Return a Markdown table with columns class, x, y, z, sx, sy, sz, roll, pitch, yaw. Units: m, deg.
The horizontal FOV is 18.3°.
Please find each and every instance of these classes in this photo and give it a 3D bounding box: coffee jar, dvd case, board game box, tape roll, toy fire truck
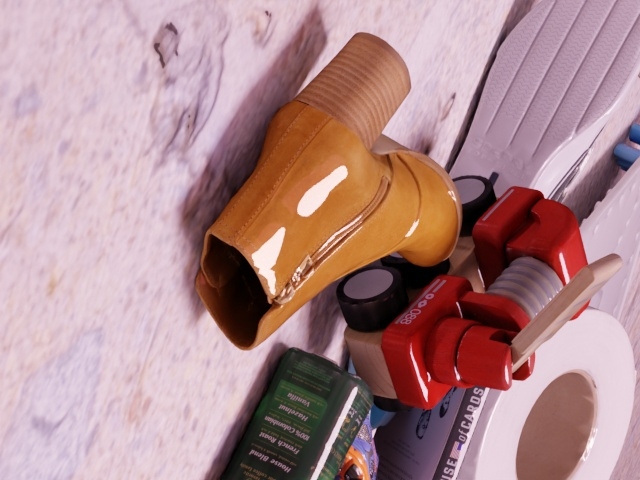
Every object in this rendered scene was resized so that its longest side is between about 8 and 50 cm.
| class | x | y | z | sx | sy | sz | roll | pitch | yaw |
| --- | --- | --- | --- | --- | --- | --- | --- | --- | --- |
| coffee jar | -0.030 | 0.185 | 1.603 | 0.184 | 0.079 | 0.096 | -63 | 163 | -12 |
| dvd case | 0.100 | 0.167 | 1.849 | 0.179 | 0.029 | 0.239 | -157 | -93 | -73 |
| board game box | 0.294 | 0.095 | 2.411 | 0.390 | 0.050 | 0.390 | -44 | 152 | -47 |
| tape roll | 0.216 | 0.192 | 2.108 | 0.286 | 0.100 | 0.286 | -23 | 122 | -42 |
| toy fire truck | 0.162 | 0.040 | 1.629 | 0.217 | 0.246 | 0.158 | -43 | 129 | -36 |

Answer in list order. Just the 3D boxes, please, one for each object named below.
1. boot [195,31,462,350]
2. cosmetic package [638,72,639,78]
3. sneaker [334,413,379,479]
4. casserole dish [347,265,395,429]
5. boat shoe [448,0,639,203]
| class | x | y | z | sx | sy | sz | roll | pitch | yaw |
| --- | --- | --- | --- | --- | --- | --- | --- | --- | --- |
| boot | 0.001 | 0.000 | 1.461 | 0.211 | 0.104 | 0.295 | -53 | 153 | -18 |
| cosmetic package | 0.427 | -0.242 | 2.196 | 0.113 | 0.160 | 0.309 | -64 | 160 | -4 |
| sneaker | 0.023 | 0.223 | 1.800 | 0.221 | 0.083 | 0.087 | 97 | 12 | -54 |
| casserole dish | 0.062 | 0.084 | 1.790 | 0.114 | 0.037 | 0.188 | -43 | 148 | -48 |
| boat shoe | 0.196 | -0.102 | 1.846 | 0.335 | 0.121 | 0.119 | -57 | 170 | 8 |
